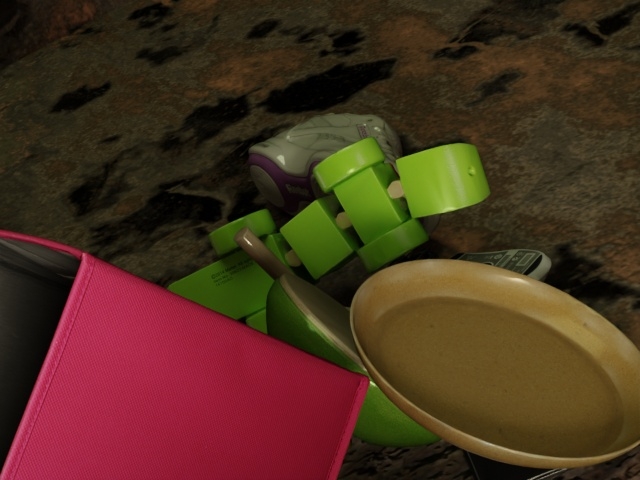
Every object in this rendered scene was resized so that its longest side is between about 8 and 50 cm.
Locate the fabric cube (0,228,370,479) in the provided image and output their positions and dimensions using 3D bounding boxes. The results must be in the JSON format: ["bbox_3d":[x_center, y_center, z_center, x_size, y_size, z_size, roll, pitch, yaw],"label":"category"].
[{"bbox_3d":[-0.173,0.147,0.894,0.259,0.258,0.254,11,79,46],"label":"fabric cube"}]

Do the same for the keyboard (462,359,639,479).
[{"bbox_3d":[0.195,0.135,1.005,0.180,0.023,0.108,-21,34,1],"label":"keyboard"}]

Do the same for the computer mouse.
[{"bbox_3d":[0.127,0.043,1.194,0.193,0.042,0.106,0,30,45],"label":"computer mouse"}]

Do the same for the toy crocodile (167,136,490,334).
[{"bbox_3d":[0.000,0.000,1.240,0.341,0.115,0.105,-31,-5,22],"label":"toy crocodile"}]

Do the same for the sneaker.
[{"bbox_3d":[0.043,-0.083,1.389,0.152,0.114,0.305,-35,31,-19],"label":"sneaker"}]

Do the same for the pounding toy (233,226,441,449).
[{"bbox_3d":[-0.004,0.114,1.064,0.110,0.183,0.237,-50,31,5],"label":"pounding toy"}]

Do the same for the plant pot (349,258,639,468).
[{"bbox_3d":[0.132,0.092,0.965,0.236,0.032,0.236,13,29,-7],"label":"plant pot"}]
